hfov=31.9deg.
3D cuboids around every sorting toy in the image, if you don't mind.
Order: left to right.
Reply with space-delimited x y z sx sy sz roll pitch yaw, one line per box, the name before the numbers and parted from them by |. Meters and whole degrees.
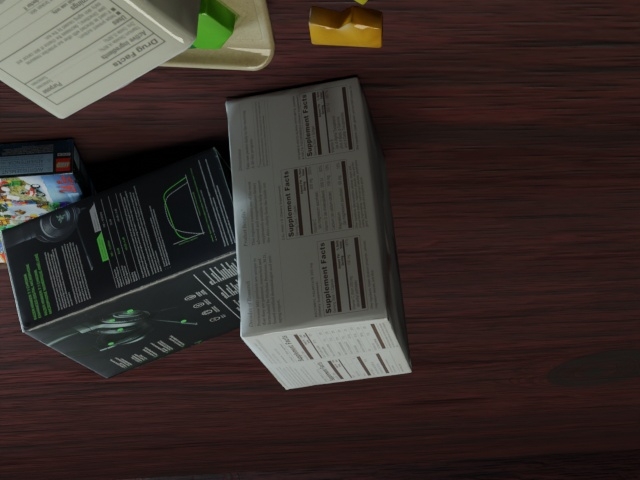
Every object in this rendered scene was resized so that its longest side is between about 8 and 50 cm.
sorting toy | -0.105 -0.202 0.905 0.307 0.041 0.229 4 157 6

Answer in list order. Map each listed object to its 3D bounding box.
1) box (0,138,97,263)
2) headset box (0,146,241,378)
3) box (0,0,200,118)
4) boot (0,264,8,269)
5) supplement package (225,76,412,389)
box | -0.341 -0.039 1.296 0.159 0.044 0.233 -5 157 -1
headset box | -0.201 0.040 1.315 0.283 0.131 0.246 -22 158 5
box | -0.230 -0.223 0.718 0.148 0.121 0.311 -21 141 32
boot | -0.439 0.035 1.468 0.114 0.037 0.106 -8 159 -5
supplement package | 0.000 0.000 1.180 0.145 0.262 0.204 -8 157 8
